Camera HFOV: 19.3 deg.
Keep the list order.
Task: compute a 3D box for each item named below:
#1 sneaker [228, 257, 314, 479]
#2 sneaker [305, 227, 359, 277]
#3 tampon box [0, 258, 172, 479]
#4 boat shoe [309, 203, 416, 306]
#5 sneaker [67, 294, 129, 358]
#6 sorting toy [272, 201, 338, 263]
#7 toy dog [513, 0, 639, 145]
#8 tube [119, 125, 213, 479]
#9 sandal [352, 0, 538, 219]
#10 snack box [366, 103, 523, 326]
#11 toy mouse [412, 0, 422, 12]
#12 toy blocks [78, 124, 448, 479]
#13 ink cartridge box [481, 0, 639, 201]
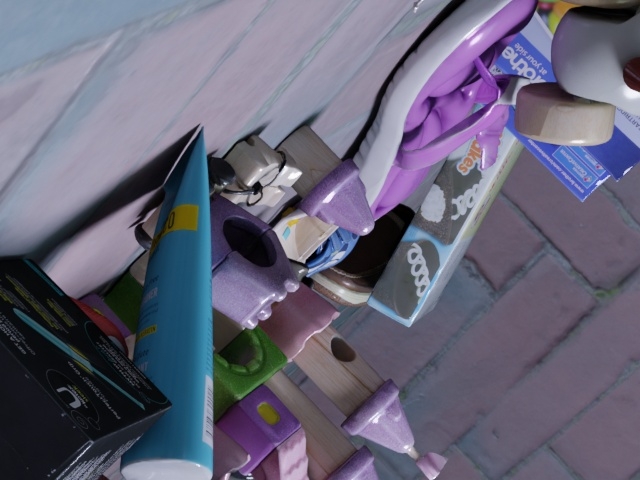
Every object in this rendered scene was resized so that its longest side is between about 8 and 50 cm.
[{"bbox_3d":[-0.064,0.093,1.598,0.130,0.087,0.227,119,-20,-47],"label":"sneaker"},{"bbox_3d":[0.000,0.000,1.882,0.144,0.053,0.059,-40,172,-40],"label":"sneaker"},{"bbox_3d":[-0.169,0.086,0.971,0.101,0.120,0.161,-45,174,7],"label":"tampon box"},{"bbox_3d":[0.051,0.002,2.163,0.095,0.095,0.257,-63,172,17],"label":"boat shoe"},{"bbox_3d":[-0.189,0.121,1.123,0.128,0.087,0.221,-64,-174,-32],"label":"sneaker"},{"bbox_3d":[-0.021,-0.013,1.712,0.083,0.045,0.075,-45,167,31],"label":"sorting toy"},{"bbox_3d":[0.322,-0.150,1.518,0.333,0.220,0.161,-20,-152,-13],"label":"toy dog"},{"bbox_3d":[-0.084,0.041,1.103,0.080,0.052,0.207,-43,-141,53],"label":"tube"},{"bbox_3d":[0.124,-0.110,1.646,0.169,0.102,0.416,-43,173,-22],"label":"sandal"},{"bbox_3d":[0.165,-0.063,2.079,0.322,0.060,0.187,-61,172,8],"label":"snack box"},{"bbox_3d":[0.112,-0.202,1.233,0.161,0.031,0.143,-45,174,18],"label":"toy mouse"},{"bbox_3d":[-0.037,0.108,1.359,0.309,0.260,0.288,-46,173,31],"label":"toy blocks"},{"bbox_3d":[0.280,-0.190,1.702,0.311,0.186,0.065,-45,-176,25],"label":"ink cartridge box"}]
